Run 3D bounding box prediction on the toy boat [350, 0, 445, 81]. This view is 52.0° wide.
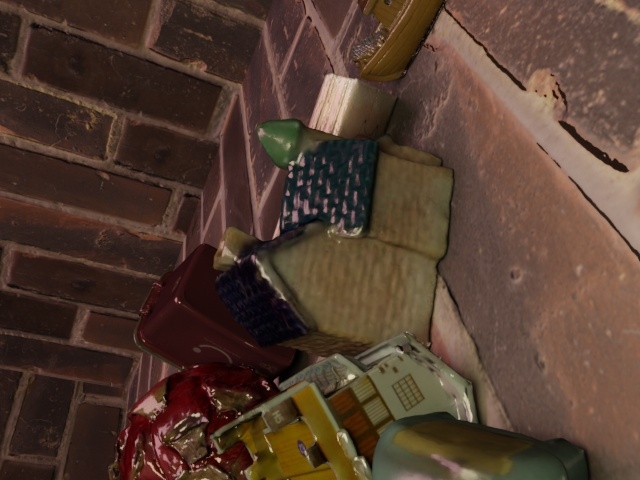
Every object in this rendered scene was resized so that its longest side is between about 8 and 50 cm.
[{"bbox_3d":[0.134,-0.403,1.039,0.089,0.121,0.321,-92,25,-51],"label":"toy boat"}]

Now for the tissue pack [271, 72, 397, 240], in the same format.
[{"bbox_3d":[0.019,-0.098,1.077,0.071,0.170,0.326,23,101,25],"label":"tissue pack"}]

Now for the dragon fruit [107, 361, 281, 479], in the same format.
[{"bbox_3d":[-0.173,0.350,1.066,0.329,0.329,0.329,-165,90,-70],"label":"dragon fruit"}]

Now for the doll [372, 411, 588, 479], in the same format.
[{"bbox_3d":[0.113,0.285,0.525,0.177,0.161,0.261,4,86,35],"label":"doll"}]

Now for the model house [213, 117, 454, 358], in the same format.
[{"bbox_3d":[0.001,0.000,0.890,0.243,0.284,0.299,-24,53,59],"label":"model house"}]

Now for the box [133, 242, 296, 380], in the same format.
[{"bbox_3d":[-0.175,0.150,1.229,0.167,0.294,0.193,-44,22,40],"label":"box"}]

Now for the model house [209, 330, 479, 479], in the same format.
[{"bbox_3d":[0.032,0.228,0.723,0.198,0.215,0.224,58,146,9],"label":"model house"}]
